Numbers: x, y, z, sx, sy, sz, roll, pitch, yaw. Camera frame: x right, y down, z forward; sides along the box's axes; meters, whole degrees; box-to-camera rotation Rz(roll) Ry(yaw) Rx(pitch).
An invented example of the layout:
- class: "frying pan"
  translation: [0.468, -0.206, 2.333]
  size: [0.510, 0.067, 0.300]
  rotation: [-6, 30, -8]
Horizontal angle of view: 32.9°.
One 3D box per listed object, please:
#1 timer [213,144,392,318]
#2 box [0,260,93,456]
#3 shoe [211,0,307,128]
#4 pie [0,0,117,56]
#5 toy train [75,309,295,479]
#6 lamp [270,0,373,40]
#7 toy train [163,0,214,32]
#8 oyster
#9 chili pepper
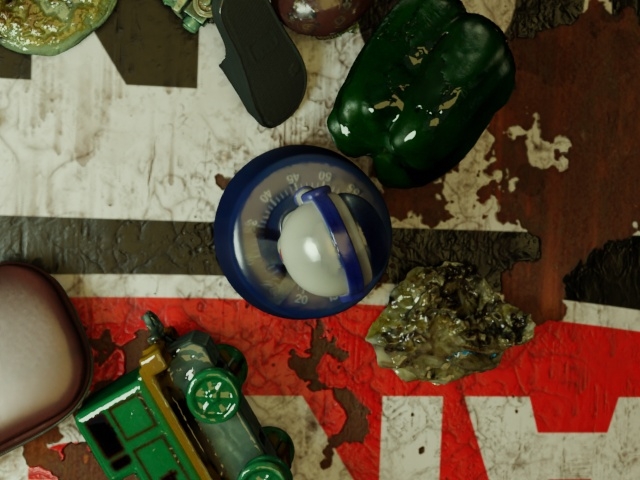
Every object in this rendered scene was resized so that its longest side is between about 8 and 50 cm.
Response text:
- class: "timer"
  translation: [0.000, 0.000, 1.507]
  size: [0.270, 0.383, 0.270]
  rotation: [-1, 94, -10]
- class: "box"
  translation: [-0.531, 0.199, 1.555]
  size: [0.404, 0.108, 0.263]
  rotation: [-25, 86, -7]
- class: "shoe"
  translation: [-0.103, -0.286, 1.617]
  size: [0.108, 0.093, 0.241]
  rotation: [-40, 131, -18]
- class: "pie"
  translation: [-0.409, -0.388, 1.578]
  size: [0.240, 0.054, 0.241]
  rotation: [-1, 96, -8]
- class: "toy train"
  translation: [-0.190, 0.311, 1.607]
  size: [0.249, 0.178, 0.429]
  rotation: [-28, 97, 3]
- class: "lamp"
  translation: [0.003, -0.363, 1.616]
  size: [0.157, 0.135, 0.156]
  rotation: [18, 58, 14]
- class: "toy train"
  translation: [-0.164, -0.408, 1.610]
  size: [0.125, 0.081, 0.194]
  rotation: [36, 90, 0]
- class: "oyster"
  translation: [0.197, 0.143, 1.708]
  size: [0.214, 0.083, 0.223]
  rotation: [40, 93, -7]
- class: "chili pepper"
  translation: [0.143, -0.215, 1.587]
  size: [0.233, 0.248, 0.257]
  rotation: [36, 74, 11]
